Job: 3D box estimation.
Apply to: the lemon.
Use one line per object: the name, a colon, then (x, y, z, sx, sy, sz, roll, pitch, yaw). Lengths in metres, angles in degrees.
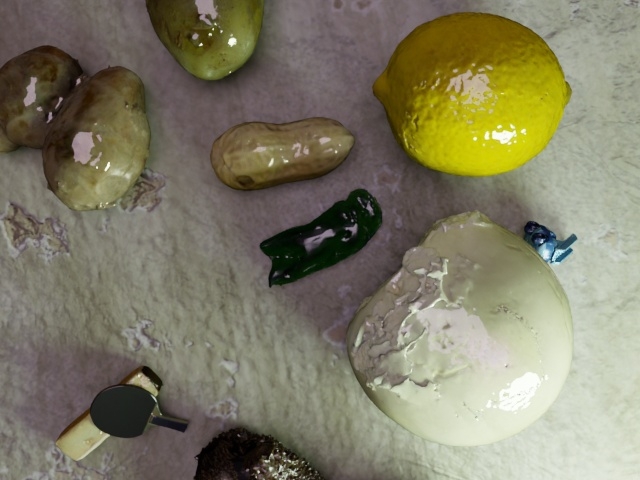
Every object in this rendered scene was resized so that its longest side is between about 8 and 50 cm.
lemon: (0.225, -0.214, 0.976, 0.268, 0.267, 0.267, 0, 88, 3)

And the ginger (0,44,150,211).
ginger: (-0.424, -0.197, 1.061, 0.304, 0.155, 0.244, 28, 96, 11)

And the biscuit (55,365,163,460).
biscuit: (-0.347, 0.286, 1.076, 0.188, 0.052, 0.056, -39, 103, 1)

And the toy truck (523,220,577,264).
toy truck: (0.372, 0.008, 1.048, 0.090, 0.073, 0.056, 6, 121, -7)

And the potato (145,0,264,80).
potato: (-0.185, -0.411, 1.038, 0.210, 0.173, 0.307, -7, 84, 0)

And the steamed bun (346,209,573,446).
steamed bun: (0.215, 0.143, 0.955, 0.312, 0.233, 0.333, 34, 98, 5)

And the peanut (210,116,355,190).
peanut: (-0.062, -0.143, 1.047, 0.237, 0.120, 0.110, -8, 48, 8)

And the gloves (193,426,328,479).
gloves: (-0.065, 0.420, 1.014, 0.313, 0.135, 0.210, 24, 92, 3)

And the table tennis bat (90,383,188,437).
table tennis bat: (-0.293, 0.284, 1.056, 0.158, 0.014, 0.095, 21, 101, -21)

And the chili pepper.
chili pepper: (0.000, 0.000, 1.068, 0.224, 0.061, 0.098, -32, 93, -1)
